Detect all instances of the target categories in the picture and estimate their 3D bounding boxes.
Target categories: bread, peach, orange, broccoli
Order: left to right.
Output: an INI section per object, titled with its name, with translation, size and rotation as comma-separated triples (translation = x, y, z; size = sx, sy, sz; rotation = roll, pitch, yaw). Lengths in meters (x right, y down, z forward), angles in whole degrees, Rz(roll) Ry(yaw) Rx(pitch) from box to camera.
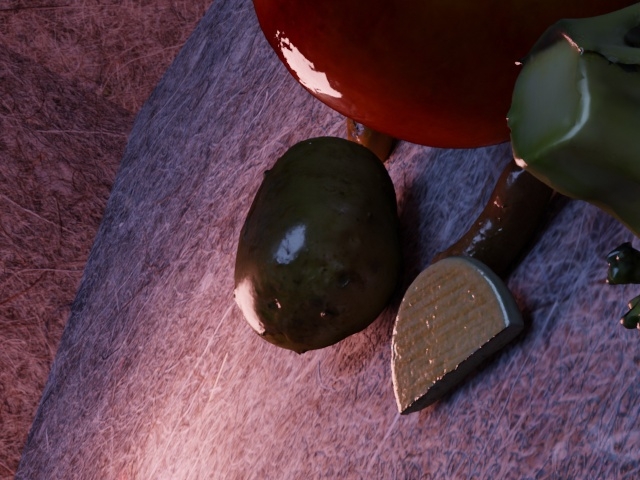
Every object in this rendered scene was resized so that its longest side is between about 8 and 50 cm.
[orange]
translation = 0.066, -0.139, 1.957
size = 0.086, 0.062, 0.086
rotation = -4, -90, -79
[peach]
translation = 0.118, -0.255, 1.433
size = 0.388, 0.388, 0.388
rotation = -54, 18, 27
[bread]
translation = 0.121, 0.076, 1.431
size = 0.193, 0.036, 0.112
rotation = -46, 50, 45
[broccoli]
translation = 0.273, -0.057, 0.881
size = 0.324, 0.272, 0.334
rotation = -15, 61, 43

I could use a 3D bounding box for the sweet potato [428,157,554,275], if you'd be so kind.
[sweet potato]
translation = 0.181, -0.029, 1.427
size = 0.281, 0.059, 0.067
rotation = -54, 30, 34

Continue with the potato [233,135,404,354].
[potato]
translation = 0.000, 0.000, 1.744
size = 0.210, 0.173, 0.307
rotation = -54, 16, 35
